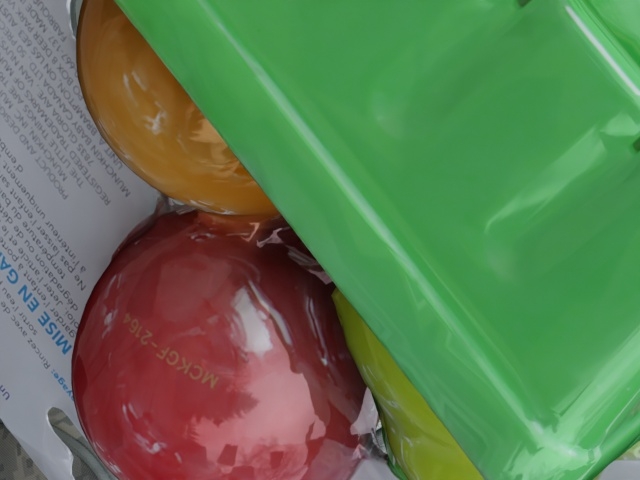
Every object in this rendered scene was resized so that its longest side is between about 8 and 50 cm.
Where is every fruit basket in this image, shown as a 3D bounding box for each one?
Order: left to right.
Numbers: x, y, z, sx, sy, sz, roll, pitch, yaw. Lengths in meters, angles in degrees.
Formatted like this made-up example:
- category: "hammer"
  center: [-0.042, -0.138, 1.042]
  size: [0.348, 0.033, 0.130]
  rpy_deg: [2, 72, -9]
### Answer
- category: "fruit basket"
  center: [0.000, 0.000, 0.685]
  size: [0.165, 0.327, 0.353]
  rpy_deg: [-30, 168, -45]

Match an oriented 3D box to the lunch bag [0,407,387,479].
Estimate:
- category: "lunch bag"
  center: [-0.051, 0.117, 1.041]
  size: [0.305, 0.212, 0.256]
  rpy_deg: [-24, 177, -34]
